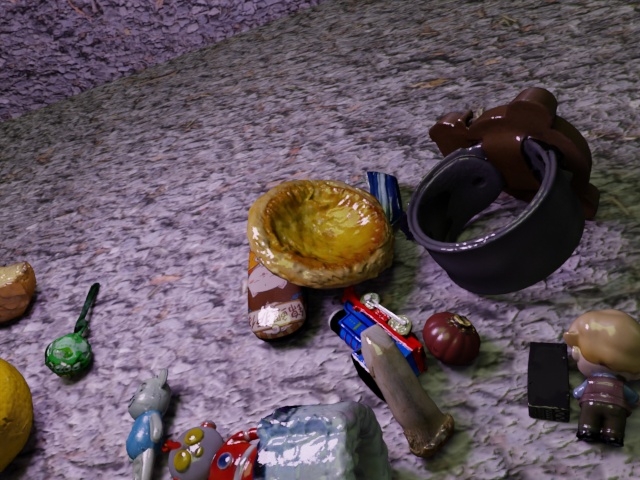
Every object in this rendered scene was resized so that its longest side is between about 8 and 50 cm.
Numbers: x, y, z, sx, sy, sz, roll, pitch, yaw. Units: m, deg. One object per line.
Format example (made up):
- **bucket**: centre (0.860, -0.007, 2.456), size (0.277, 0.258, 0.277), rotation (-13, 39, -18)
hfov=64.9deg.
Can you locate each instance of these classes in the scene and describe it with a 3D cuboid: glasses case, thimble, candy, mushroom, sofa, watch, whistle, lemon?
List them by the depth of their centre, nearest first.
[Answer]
- **thimble**: centre (0.010, 0.328, 0.687), size (0.150, 0.237, 0.237), rotation (-12, 42, 15)
- **mushroom**: centre (0.130, 0.229, 0.787), size (0.084, 0.071, 0.209), rotation (-30, 83, -11)
- **sofa**: centre (0.357, 0.218, 0.788), size (0.060, 0.039, 0.118), rotation (0, 46, 24)
- **whistle**: centre (-0.326, 0.354, 0.938), size (0.114, 0.077, 0.235), rotation (-43, 35, 28)
- **watch**: centre (0.320, -0.070, 0.969), size (0.335, 0.314, 0.327), rotation (14, 63, 54)
- **lemon**: centre (-0.705, 0.352, 0.993), size (0.267, 0.267, 0.267), rotation (-13, 42, 12)
- **glasses case**: centre (-0.095, 0.083, 1.108), size (0.122, 0.082, 0.321), rotation (-13, 42, 5)
- **candy**: centre (-0.584, 0.199, 1.234), size (0.097, 0.097, 0.323), rotation (-20, 34, 4)

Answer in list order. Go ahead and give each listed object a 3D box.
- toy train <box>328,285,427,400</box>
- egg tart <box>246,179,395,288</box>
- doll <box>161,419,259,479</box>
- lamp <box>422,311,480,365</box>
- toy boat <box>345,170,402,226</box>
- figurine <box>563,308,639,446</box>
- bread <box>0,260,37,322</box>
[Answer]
- **toy train**: centre (0.096, 0.179, 0.920), size (0.131, 0.082, 0.204), rotation (-39, 43, -13)
- **egg tart**: centre (0.000, 0.000, 1.048), size (0.319, 0.128, 0.319), rotation (6, 46, -6)
- **doll**: centre (-0.174, 0.373, 0.851), size (0.245, 0.076, 0.142), rotation (6, 49, 25)
- **lamp**: centre (0.225, 0.168, 0.866), size (0.101, 0.090, 0.101), rotation (18, 30, -11)
- **toy boat**: centre (0.067, -0.089, 1.220), size (0.292, 0.070, 0.210), rotation (7, 55, 33)
- **figurine**: centre (0.426, 0.200, 0.745), size (0.114, 0.108, 0.196), rotation (-3, 62, 37)
- **bread**: centre (-0.871, 0.148, 1.364), size (0.229, 0.139, 0.143), rotation (-13, 40, 12)
